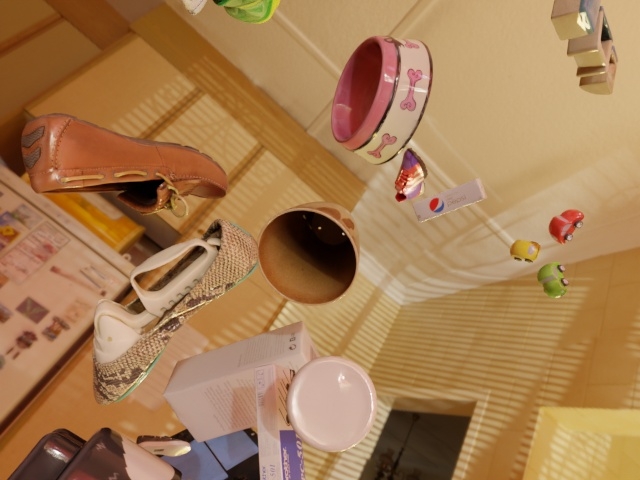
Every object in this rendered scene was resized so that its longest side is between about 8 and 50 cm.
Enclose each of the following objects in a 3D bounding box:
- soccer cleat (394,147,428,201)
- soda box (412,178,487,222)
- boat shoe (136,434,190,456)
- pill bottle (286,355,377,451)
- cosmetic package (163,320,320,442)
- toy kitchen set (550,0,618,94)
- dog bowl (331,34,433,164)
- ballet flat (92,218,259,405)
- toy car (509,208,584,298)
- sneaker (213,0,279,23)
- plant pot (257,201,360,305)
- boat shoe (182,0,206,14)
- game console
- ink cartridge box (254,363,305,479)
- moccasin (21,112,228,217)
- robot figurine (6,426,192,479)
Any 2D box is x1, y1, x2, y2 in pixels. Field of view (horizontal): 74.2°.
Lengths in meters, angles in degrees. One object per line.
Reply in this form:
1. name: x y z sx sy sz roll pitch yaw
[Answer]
1. soccer cleat: 0.342 -0.243 1.652 0.108 0.117 0.318 58 1 22
2. soda box: 0.412 -0.127 1.357 0.216 0.074 0.069 -22 -93 29
3. boat shoe: -0.406 0.526 1.097 0.142 0.049 0.040 22 20 -35
4. pill bottle: 0.021 0.238 0.625 0.118 0.117 0.208 26 -16 14
5. cosmetic package: -0.223 0.448 1.339 0.454 0.161 0.229 -19 -66 7
6. toy kitchen set: 0.448 -0.318 0.589 0.166 0.122 0.207 7 -12 44
7. dog bowl: 0.172 -0.459 1.363 0.151 0.407 0.408 11 -23 -23
8. ballet flat: -0.347 0.130 0.891 0.164 0.483 0.182 43 -5 44
9. toy car: 0.612 0.047 1.148 0.053 0.224 0.239 20 -37 -18
10. sneaker: -0.107 -0.379 0.591 0.295 0.124 0.109 -144 -131 -63
11. plant pot: 0.000 0.000 1.050 0.237 0.254 0.236 5 -69 14
12. boat shoe: -0.204 -0.432 0.715 0.035 0.100 0.035 20 -13 28
13. game console: -0.360 0.736 1.420 0.387 0.342 0.060 19 -58 49
14. ink cartridge box: -0.075 0.341 0.781 0.046 0.206 0.097 -16 -28 16
15. moccasin: -0.308 -0.105 0.752 0.139 0.146 0.380 -10 -6 23
16. robot figurine: -0.299 0.385 0.610 0.278 0.173 0.209 36 12 -6
